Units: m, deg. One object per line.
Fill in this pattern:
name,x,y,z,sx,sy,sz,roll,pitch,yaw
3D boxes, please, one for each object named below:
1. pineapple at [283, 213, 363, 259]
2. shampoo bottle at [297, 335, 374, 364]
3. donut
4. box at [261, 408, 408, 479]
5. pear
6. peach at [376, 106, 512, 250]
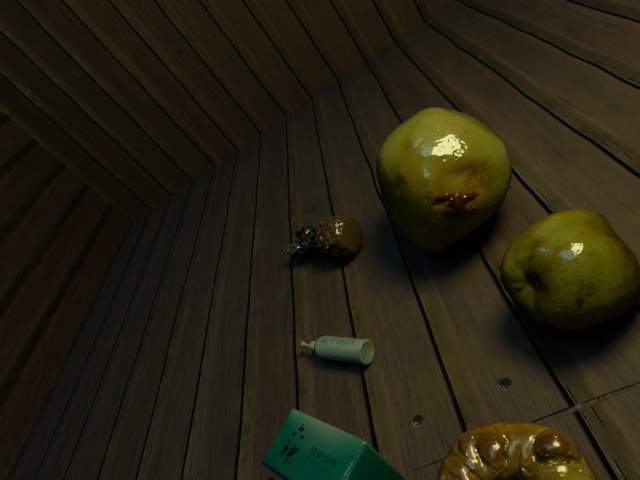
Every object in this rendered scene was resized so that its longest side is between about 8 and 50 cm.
pineapple,0.000,0.001,1.295,0.248,0.128,0.128,-12,41,45
shampoo bottle,0.029,0.244,1.020,0.195,0.056,0.056,-6,45,43
donut,0.257,0.351,0.590,0.227,0.113,0.226,-27,34,21
box,0.049,0.365,0.667,0.153,0.244,0.092,3,49,47
pear,0.404,0.052,0.736,0.200,0.200,0.199,-27,34,20
peach,0.274,-0.145,1.017,0.282,0.313,0.316,-19,-5,8
